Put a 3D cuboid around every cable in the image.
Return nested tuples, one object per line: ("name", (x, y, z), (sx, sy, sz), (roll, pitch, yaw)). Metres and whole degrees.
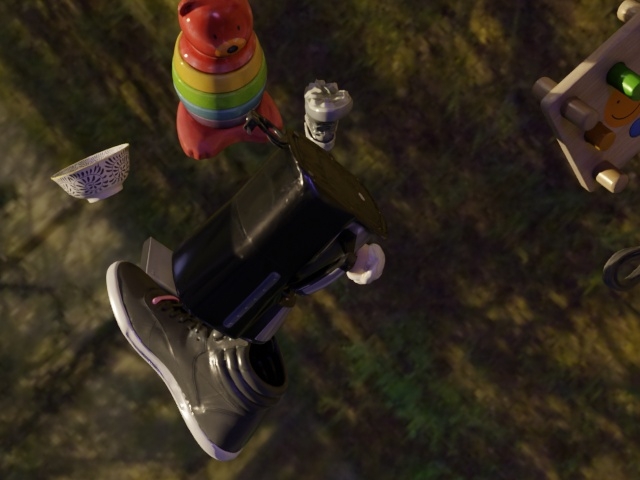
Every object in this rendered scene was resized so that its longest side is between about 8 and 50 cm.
("cable", (0.608, -0.008, 1.769), (0.139, 0.287, 0.072), (47, 173, -29))

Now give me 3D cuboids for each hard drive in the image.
("hard drive", (-0.240, 0.064, 1.650), (0.135, 0.022, 0.094), (38, -150, -31))

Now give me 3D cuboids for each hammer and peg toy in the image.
("hammer and peg toy", (0.532, -0.260, 1.600), (0.127, 0.361, 0.266), (49, -178, 43))

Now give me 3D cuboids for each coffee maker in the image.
("coffee maker", (-0.057, -0.010, 0.925), (0.171, 0.178, 0.120), (43, -162, -12))

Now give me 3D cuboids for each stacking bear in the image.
("stacking bear", (-0.159, -0.285, 1.563), (0.289, 0.175, 0.164), (94, 156, -61))

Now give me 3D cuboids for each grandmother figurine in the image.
("grandmother figurine", (0.000, 0.000, 1.968), (0.342, 0.104, 0.208), (25, 142, -36))

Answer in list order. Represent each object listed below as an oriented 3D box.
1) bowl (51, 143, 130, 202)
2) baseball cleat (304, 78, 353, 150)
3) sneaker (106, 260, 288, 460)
("bowl", (-0.452, -0.127, 2.015), (0.170, 0.170, 0.080), (15, 129, 68))
("baseball cleat", (0.011, -0.182, 1.499), (0.206, 0.072, 0.109), (-93, 2, -72))
("sneaker", (-0.146, 0.114, 1.245), (0.296, 0.147, 0.104), (54, -158, 15))
